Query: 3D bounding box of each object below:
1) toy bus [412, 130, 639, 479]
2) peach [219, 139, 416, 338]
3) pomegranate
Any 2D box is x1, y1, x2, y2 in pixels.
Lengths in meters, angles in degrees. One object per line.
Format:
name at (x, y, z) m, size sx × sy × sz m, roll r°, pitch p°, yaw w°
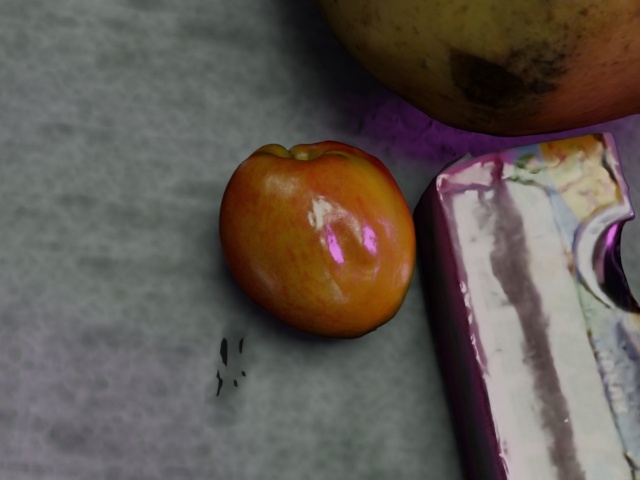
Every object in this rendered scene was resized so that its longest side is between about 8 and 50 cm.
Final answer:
toy bus at (0.127, 0.088, 0.805) m, size 0.112 × 0.090 × 0.274 m, roll -8°, pitch 72°, yaw -12°
peach at (-0.001, 0.001, 0.800) m, size 0.101 × 0.101 × 0.101 m, roll 6°, pitch 68°, yaw -14°
pomegranate at (0.112, -0.192, 0.819) m, size 0.281 × 0.281 × 0.281 m, roll 6°, pitch 68°, yaw -14°
